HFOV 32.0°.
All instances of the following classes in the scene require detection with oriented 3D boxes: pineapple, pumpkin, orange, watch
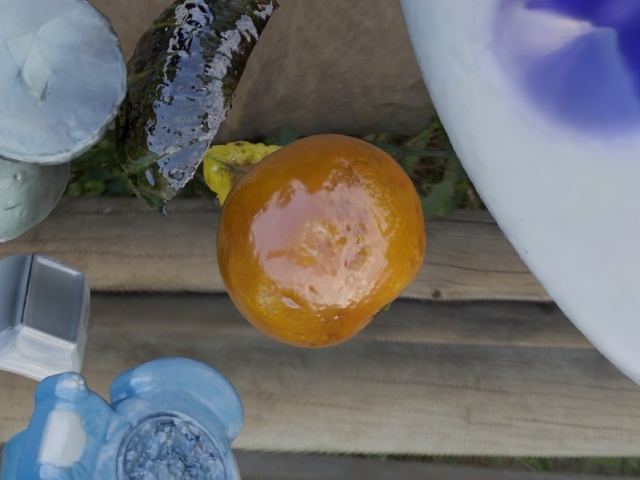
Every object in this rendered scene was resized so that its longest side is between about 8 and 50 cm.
[{"bbox_3d":[-0.060,-0.050,1.674,0.140,0.250,0.164,-25,124,-34],"label":"pineapple"},{"bbox_3d":[-0.163,-0.155,1.256,0.111,0.163,0.278,28,122,-28],"label":"pumpkin"},{"bbox_3d":[0.000,0.000,1.345,0.261,0.261,0.261,-1,96,-5],"label":"orange"},{"bbox_3d":[-0.163,0.199,0.820,0.211,0.211,0.193,44,131,-8],"label":"watch"}]

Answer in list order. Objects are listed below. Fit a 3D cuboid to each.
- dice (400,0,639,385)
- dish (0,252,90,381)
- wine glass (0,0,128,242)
[{"bbox_3d":[0.229,-0.106,0.433,0.304,0.277,0.304,-28,104,41],"label":"dice"},{"bbox_3d":[-0.403,0.104,1.629,0.151,0.212,0.077,24,127,-24],"label":"dish"},{"bbox_3d":[-0.384,-0.146,1.333,0.267,0.406,0.267,4,82,-25],"label":"wine glass"}]
